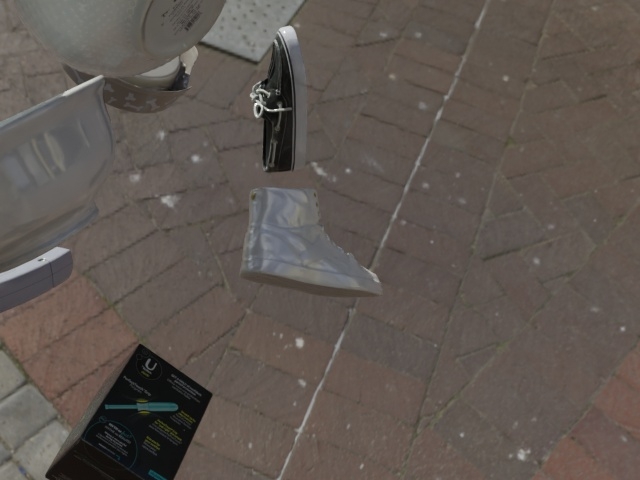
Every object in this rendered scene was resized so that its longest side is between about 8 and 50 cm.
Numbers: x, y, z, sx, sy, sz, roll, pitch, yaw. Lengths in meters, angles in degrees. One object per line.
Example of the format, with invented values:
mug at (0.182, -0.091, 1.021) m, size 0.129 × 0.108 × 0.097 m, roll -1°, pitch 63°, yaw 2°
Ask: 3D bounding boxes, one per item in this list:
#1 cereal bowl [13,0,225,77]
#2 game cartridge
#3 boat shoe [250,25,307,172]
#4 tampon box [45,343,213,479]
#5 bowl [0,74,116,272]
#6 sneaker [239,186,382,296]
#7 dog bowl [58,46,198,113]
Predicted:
cereal bowl at (-0.230, -0.355, 0.931) m, size 0.141 × 0.339 × 0.339 m, roll 43°, pitch 58°, yaw 13°
game cartridge at (-0.550, 0.067, 1.061) m, size 0.198 × 0.062 × 0.297 m, roll 14°, pitch 23°, yaw 26°
boat shoe at (-0.089, -0.279, 1.392) m, size 0.105 × 0.306 × 0.113 m, roll -9°, pitch 40°, yaw -13°
tampon box at (-0.229, 0.234, 0.834) m, size 0.120 × 0.101 × 0.161 m, roll 39°, pitch 32°, yaw -12°
bowl at (-0.335, -0.054, 0.730) m, size 0.298 × 0.134 × 0.298 m, roll -21°, pitch 21°, yaw 9°
sneaker at (0.000, 0.000, 1.105) m, size 0.292 × 0.108 × 0.169 m, roll 18°, pitch 68°, yaw -45°
dog bowl at (-0.460, -0.445, 1.614) m, size 0.349 × 0.102 × 0.348 m, roll 26°, pitch 41°, yaw -24°
